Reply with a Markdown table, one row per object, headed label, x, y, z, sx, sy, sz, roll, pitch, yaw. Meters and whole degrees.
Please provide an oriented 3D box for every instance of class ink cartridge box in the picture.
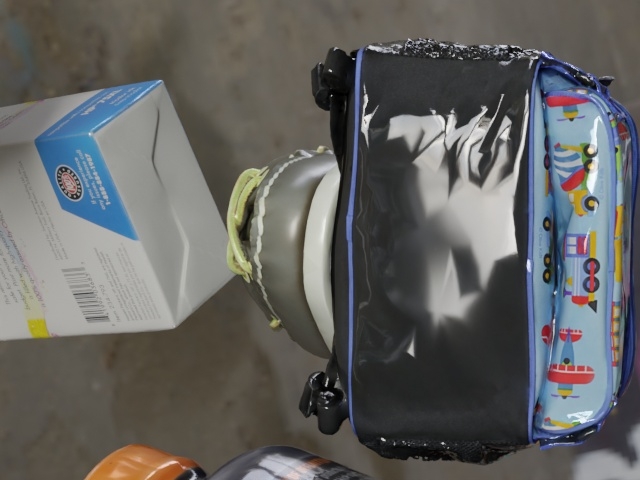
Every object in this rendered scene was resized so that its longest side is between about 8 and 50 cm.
| label | x | y | z | sx | sy | sz | roll | pitch | yaw |
| --- | --- | --- | --- | --- | --- | --- | --- | --- | --- |
| ink cartridge box | -0.178 | -0.013 | 1.193 | 0.078 | 0.231 | 0.134 | -44 | 120 | -45 |

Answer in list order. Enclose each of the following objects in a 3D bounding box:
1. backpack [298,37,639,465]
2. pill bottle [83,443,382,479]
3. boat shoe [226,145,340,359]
| label | x | y | z | sx | sy | sz | roll | pitch | yaw |
| --- | --- | --- | --- | --- | --- | --- | --- | --- | --- |
| backpack | 0.065 | 0.004 | 0.751 | 0.173 | 0.116 | 0.158 | 6 | 86 | -77 |
| pill bottle | 0.019 | 0.154 | 0.699 | 0.130 | 0.245 | 0.130 | -46 | 147 | -44 |
| boat shoe | -0.001 | 0.005 | 1.000 | 0.305 | 0.091 | 0.109 | 16 | 86 | -79 |
